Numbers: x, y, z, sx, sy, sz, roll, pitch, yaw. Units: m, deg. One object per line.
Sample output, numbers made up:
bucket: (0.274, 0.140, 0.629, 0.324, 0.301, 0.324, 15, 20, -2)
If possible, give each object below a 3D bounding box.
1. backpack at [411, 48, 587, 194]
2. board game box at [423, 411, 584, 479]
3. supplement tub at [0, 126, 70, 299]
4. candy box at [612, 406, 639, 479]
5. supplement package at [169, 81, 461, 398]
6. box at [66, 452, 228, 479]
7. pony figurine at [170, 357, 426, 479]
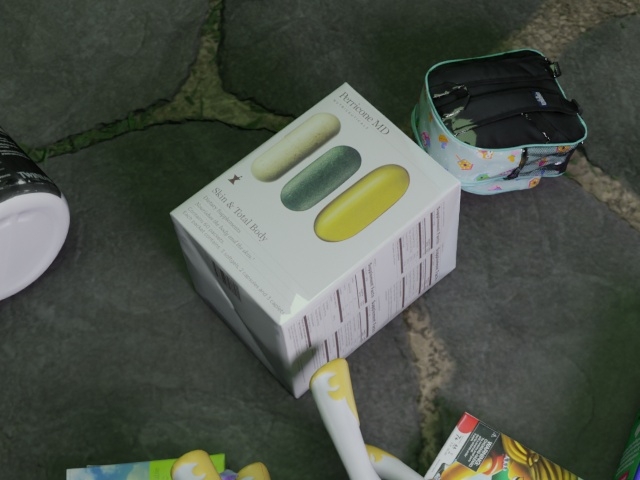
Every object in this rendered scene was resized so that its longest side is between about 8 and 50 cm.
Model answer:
backpack: (0.207, -0.143, 1.515, 0.188, 0.144, 0.166, -5, 59, -26)
board game box: (0.159, 0.356, 1.291, 0.193, 0.053, 0.305, 28, 66, 18)
supplement tub: (-0.471, -0.082, 1.507, 0.193, 0.193, 0.316, -38, 64, -17)
candy box: (0.435, 0.284, 1.250, 0.268, 0.122, 0.317, 26, 64, 4)
supplement package: (0.000, 0.000, 1.423, 0.263, 0.198, 0.199, -38, 64, -17)
box: (-0.190, 0.300, 1.354, 0.178, 0.042, 0.109, -6, 59, 1)
pony figurine: (0.017, 0.318, 1.161, 0.351, 0.302, 0.363, -30, 49, -24)
